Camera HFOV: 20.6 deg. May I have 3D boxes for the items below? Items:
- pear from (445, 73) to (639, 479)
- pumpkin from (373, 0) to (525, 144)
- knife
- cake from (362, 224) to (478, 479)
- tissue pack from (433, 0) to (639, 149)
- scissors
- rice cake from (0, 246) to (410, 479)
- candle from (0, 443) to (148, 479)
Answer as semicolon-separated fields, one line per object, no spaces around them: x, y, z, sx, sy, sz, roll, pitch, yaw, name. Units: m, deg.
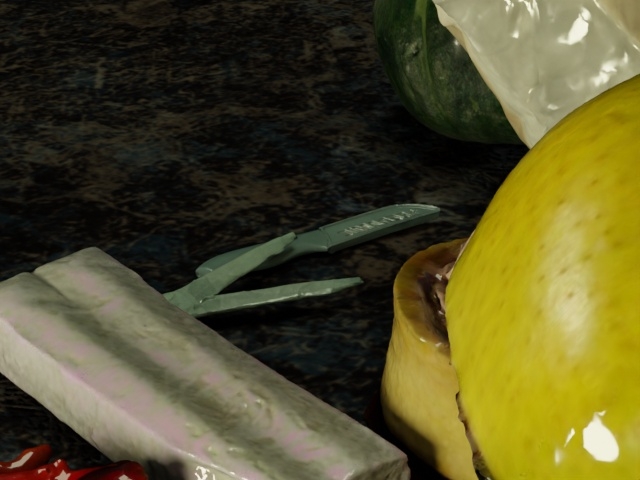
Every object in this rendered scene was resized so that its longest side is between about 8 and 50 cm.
0.247;0.030;0.791;0.340;0.191;0.386;35;28;12;pear
0.195;-0.176;1.468;0.300;0.207;0.300;-7;15;2;pumpkin
0.000;0.000;1.291;0.210;0.015;0.028;-17;28;-33;knife
0.127;0.046;1.031;0.208;0.178;0.185;2;26;5;cake
0.271;-0.144;1.233;0.195;0.390;0.375;-32;12;45;tissue pack
-0.093;0.044;1.174;0.248;0.017;0.144;-18;37;-33;scissors
-0.088;0.089;1.032;0.106;0.050;0.298;-24;42;-39;rice cake
-0.227;0.160;0.892;0.302;0.059;0.084;-14;21;-30;candle
